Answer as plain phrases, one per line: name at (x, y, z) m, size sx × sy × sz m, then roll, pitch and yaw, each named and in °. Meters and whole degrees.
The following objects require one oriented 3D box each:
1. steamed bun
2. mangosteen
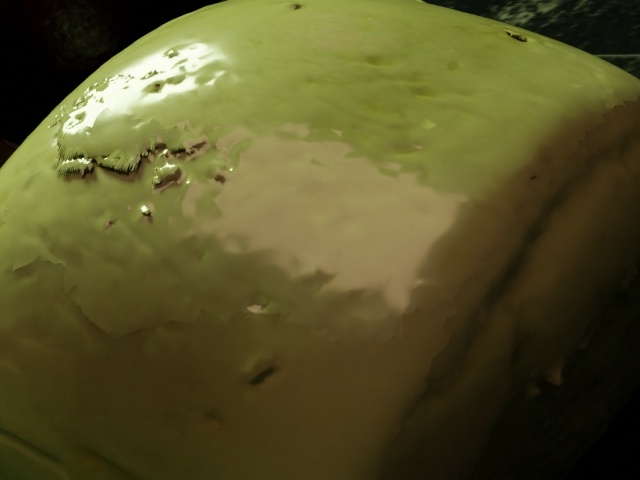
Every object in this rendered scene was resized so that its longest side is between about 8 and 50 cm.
steamed bun at (0.000, 0.000, 0.583) m, size 0.232 × 0.166 × 0.273 m, roll 32°, pitch 45°, yaw 26°
mangosteen at (-0.179, -0.112, 0.968) m, size 0.250 × 0.211 × 0.211 m, roll -37°, pitch 30°, yaw -15°
